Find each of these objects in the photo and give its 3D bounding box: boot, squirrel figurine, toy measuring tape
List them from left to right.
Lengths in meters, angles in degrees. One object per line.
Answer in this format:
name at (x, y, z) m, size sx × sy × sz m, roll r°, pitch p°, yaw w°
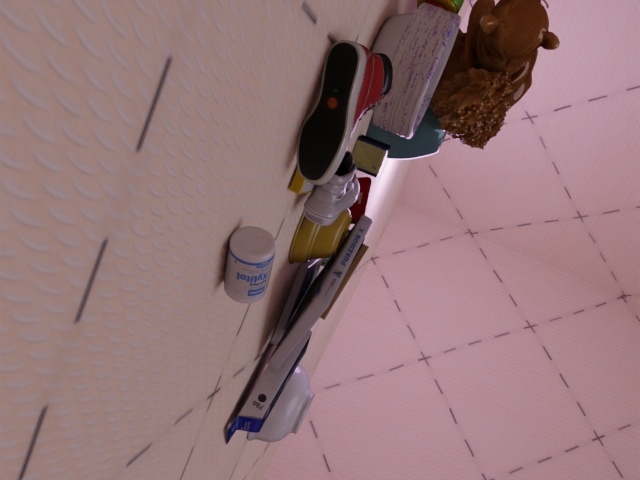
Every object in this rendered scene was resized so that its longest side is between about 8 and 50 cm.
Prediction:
boot at (0.045, -0.132, 1.432) m, size 0.123 × 0.095 × 0.258 m, roll -65°, pitch 178°, yaw 29°
boot at (0.052, -0.211, 1.193) m, size 0.176 × 0.088 × 0.244 m, roll -8°, pitch 121°, yaw -61°
toy measuring tape at (0.302, -0.626, 1.681) m, size 0.330 × 0.121 × 0.121 m, roll 60°, pitch 53°, yaw -80°
squirrel figurine at (0.433, -0.424, 1.698) m, size 0.370 × 0.281 × 0.396 m, roll 146°, pitch -35°, yaw -81°

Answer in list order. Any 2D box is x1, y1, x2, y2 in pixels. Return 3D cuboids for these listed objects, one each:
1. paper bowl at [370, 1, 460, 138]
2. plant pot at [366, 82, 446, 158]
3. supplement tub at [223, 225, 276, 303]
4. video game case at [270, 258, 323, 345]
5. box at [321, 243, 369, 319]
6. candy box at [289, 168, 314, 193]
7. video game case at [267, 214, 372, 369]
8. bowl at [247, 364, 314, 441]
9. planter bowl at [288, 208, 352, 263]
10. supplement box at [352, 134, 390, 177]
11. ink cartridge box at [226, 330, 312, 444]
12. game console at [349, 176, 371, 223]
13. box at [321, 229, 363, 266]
paper bowl at (0.187, -0.379, 1.511) m, size 0.284 × 0.148 × 0.284 m, roll 23°, pitch 90°, yaw -82°
plant pot at (0.268, -0.347, 1.954) m, size 0.290 × 0.196 × 0.290 m, roll 24°, pitch 90°, yaw -82°
supplement tub at (-0.108, 0.037, 1.046) m, size 0.071 × 0.071 × 0.107 m, roll -58°, pitch 167°, yaw -45°
video game case at (-0.060, 0.153, 1.845) m, size 0.206 × 0.026 × 0.226 m, roll -32°, pitch 143°, yaw -76°
box at (0.050, 0.098, 1.665) m, size 0.201 × 0.021 × 0.164 m, roll -57°, pitch -178°, yaw -3°
candy box at (0.000, -0.185, 1.271) m, size 0.105 × 0.027 × 0.205 m, roll -19°, pitch 132°, yaw -76°
video game case at (-0.003, 0.127, 1.665) m, size 0.329 × 0.036 × 0.300 m, roll -55°, pitch -177°, yaw 47°
bowl at (-0.107, 0.522, 2.187) m, size 0.298 × 0.134 × 0.297 m, roll 23°, pitch 90°, yaw -83°
planter bowl at (0.013, -0.029, 1.577) m, size 0.217 × 0.090 × 0.217 m, roll 23°, pitch 90°, yaw -82°
supplement box at (0.128, -0.220, 1.792) m, size 0.056 × 0.083 × 0.083 m, roll -43°, pitch 155°, yaw -69°
ink cartridge box at (-0.132, 0.383, 1.786) m, size 0.332 × 0.065 × 0.165 m, roll -57°, pitch 172°, yaw -26°
game console at (0.073, -0.081, 1.760) m, size 0.085 × 0.124 × 0.144 m, roll 58°, pitch 38°, yaw -49°
box at (0.070, 0.032, 2.093) m, size 0.027 × 0.094 × 0.137 m, roll -43°, pitch 154°, yaw -72°
